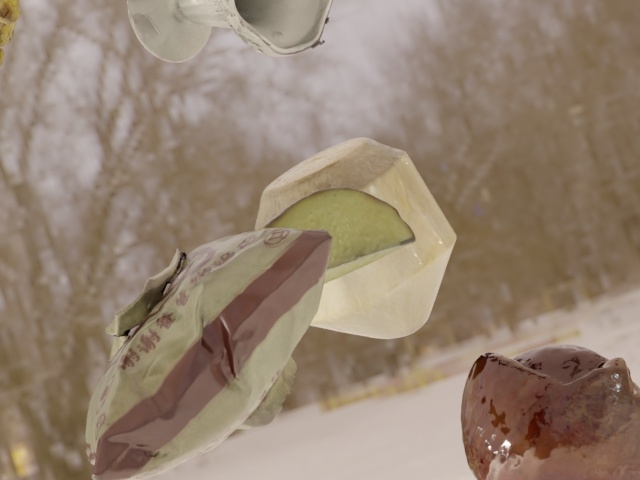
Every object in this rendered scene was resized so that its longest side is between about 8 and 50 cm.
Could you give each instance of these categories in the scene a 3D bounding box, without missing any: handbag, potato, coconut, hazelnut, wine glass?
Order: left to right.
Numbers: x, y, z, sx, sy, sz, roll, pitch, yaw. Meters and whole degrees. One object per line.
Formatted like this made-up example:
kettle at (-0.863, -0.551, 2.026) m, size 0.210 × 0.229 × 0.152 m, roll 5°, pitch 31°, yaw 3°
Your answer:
handbag at (-0.081, 0.079, 1.325) m, size 0.213 × 0.127 × 0.235 m, roll -52°, pitch 3°, yaw -8°
wine glass at (-0.105, -0.269, 2.145) m, size 0.196 × 0.164 × 0.165 m, roll -8°, pitch 4°, yaw 42°
potato at (0.000, 0.000, 1.958) m, size 0.149 × 0.081 × 0.120 m, roll -18°, pitch -7°, yaw -21°
coconut at (0.044, 0.007, 2.154) m, size 0.202 × 0.222 × 0.202 m, roll -27°, pitch 7°, yaw 4°
hazelnut at (0.227, 0.174, 1.743) m, size 0.202 × 0.160 × 0.170 m, roll 5°, pitch -10°, yaw -11°

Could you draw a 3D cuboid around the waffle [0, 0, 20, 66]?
waffle at (-0.299, -0.163, 1.346) m, size 0.191 × 0.038 × 0.191 m, roll 3°, pitch -36°, yaw 2°
